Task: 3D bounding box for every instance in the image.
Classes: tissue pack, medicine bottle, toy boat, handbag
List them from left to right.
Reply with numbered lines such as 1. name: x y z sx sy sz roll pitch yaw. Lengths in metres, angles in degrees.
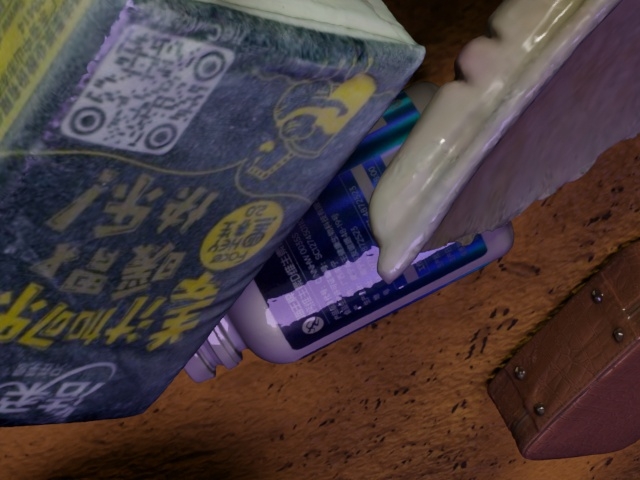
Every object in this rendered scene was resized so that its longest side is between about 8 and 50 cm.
1. tissue pack: -0.096 -0.020 0.716 0.185 0.081 0.257 6 132 -48
2. medicine bottle: 0.000 0.000 0.874 0.191 0.107 0.107 -27 148 1
3. handbag: 0.232 0.086 1.206 0.151 0.072 0.193 7 134 -42
4. toy boat: 0.158 -0.120 0.780 0.293 0.111 0.276 -51 159 24
